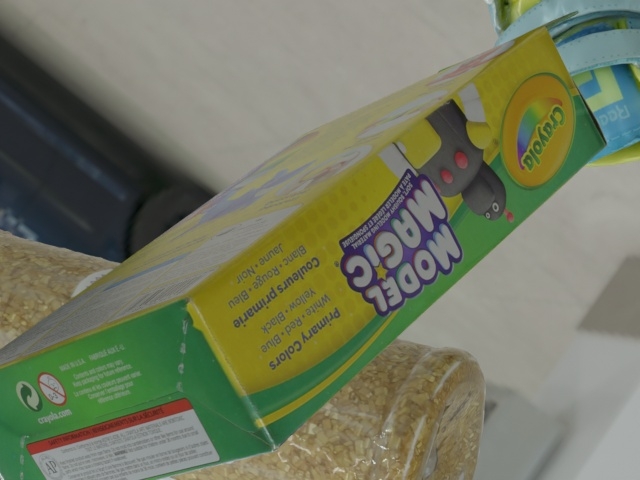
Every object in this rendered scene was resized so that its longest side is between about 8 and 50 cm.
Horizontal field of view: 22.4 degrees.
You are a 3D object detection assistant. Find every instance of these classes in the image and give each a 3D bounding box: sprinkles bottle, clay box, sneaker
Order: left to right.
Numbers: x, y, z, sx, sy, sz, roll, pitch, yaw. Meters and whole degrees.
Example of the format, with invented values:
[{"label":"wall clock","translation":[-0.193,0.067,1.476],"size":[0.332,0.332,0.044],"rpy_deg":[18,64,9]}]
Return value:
[{"label":"sprinkles bottle","translation":[-0.093,0.074,0.874],"size":[0.355,0.121,0.121],"rpy_deg":[14,160,23]},{"label":"clay box","translation":[0.000,0.000,0.526],"size":[0.127,0.222,0.053],"rpy_deg":[-21,102,46]},{"label":"sneaker","translation":[0.116,-0.161,0.842],"size":[0.127,0.208,0.319],"rpy_deg":[-24,136,30]}]
